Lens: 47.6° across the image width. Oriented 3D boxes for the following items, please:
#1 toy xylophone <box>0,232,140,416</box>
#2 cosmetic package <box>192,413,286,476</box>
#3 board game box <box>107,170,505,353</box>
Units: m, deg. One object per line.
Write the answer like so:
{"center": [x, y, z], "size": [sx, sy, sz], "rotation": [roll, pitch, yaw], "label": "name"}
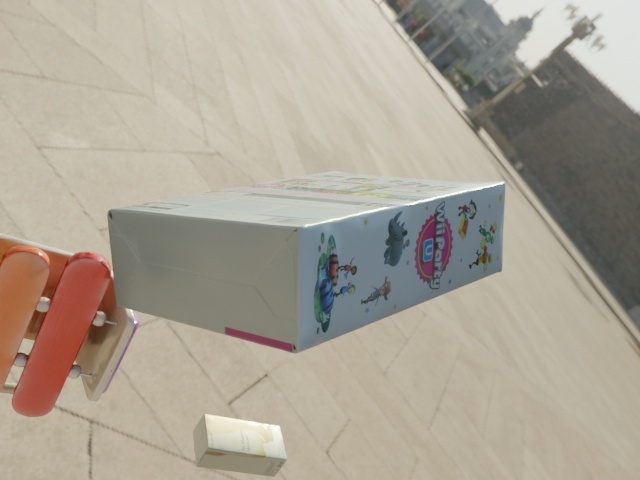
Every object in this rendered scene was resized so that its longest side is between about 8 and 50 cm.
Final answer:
{"center": [-0.340, 0.077, 0.666], "size": [0.323, 0.236, 0.081], "rotation": [10, 32, -22], "label": "toy xylophone"}
{"center": [-0.107, 0.272, 0.961], "size": [0.115, 0.041, 0.060], "rotation": [16, 32, -28], "label": "cosmetic package"}
{"center": [0.000, 0.000, 0.664], "size": [0.303, 0.224, 0.097], "rotation": [-15, 108, -47], "label": "board game box"}
